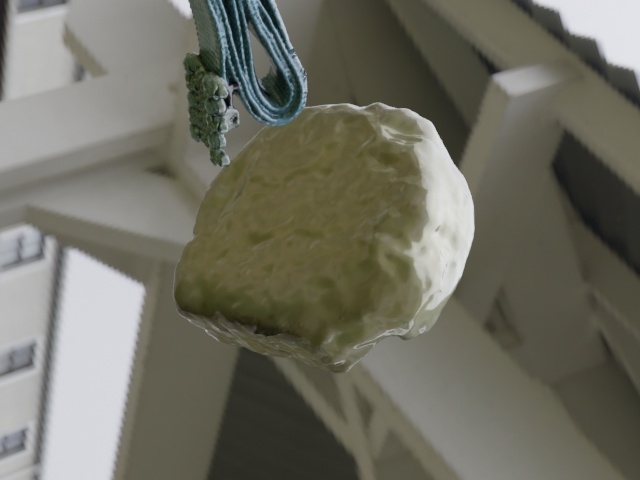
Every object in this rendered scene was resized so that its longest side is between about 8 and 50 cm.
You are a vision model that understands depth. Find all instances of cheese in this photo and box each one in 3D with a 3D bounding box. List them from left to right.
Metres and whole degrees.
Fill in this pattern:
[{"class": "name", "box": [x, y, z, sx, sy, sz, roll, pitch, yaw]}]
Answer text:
[{"class": "cheese", "box": [0.000, 0.000, 1.488, 0.115, 0.326, 0.318, 45, 13, -43]}]

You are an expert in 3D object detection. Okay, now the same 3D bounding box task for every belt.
[{"class": "belt", "box": [-0.072, -0.150, 1.085, 0.065, 0.100, 0.179, 51, -13, 43]}]
